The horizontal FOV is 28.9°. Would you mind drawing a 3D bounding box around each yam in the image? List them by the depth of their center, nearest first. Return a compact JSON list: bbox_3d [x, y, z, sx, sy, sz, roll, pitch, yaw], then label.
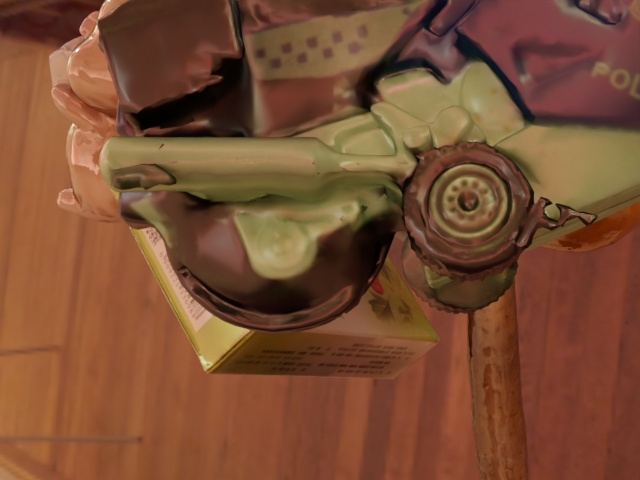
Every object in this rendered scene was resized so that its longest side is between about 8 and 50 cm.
[{"bbox_3d":[0.148,0.144,1.032,0.046,0.046,0.264,26,126,57],"label":"yam"}]

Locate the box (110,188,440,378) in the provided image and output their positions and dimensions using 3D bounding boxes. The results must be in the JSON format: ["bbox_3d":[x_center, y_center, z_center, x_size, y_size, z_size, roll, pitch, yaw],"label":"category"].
[{"bbox_3d":[-0.029,0.022,0.989,0.062,0.260,0.175,-43,62,24],"label":"box"}]

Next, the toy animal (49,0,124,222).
[{"bbox_3d":[-0.175,-0.152,1.282,0.212,0.195,0.256,11,125,21],"label":"toy animal"}]

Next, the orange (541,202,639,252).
[{"bbox_3d":[0.218,-0.066,1.054,0.156,0.134,0.157,15,110,48],"label":"orange"}]

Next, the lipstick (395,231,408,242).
[{"bbox_3d":[0.103,-0.018,1.372,0.158,0.048,0.048,34,113,53],"label":"lipstick"}]

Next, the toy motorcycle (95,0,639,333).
[{"bbox_3d":[0.072,-0.081,0.501,0.125,0.331,0.196,59,-164,-77],"label":"toy motorcycle"}]
